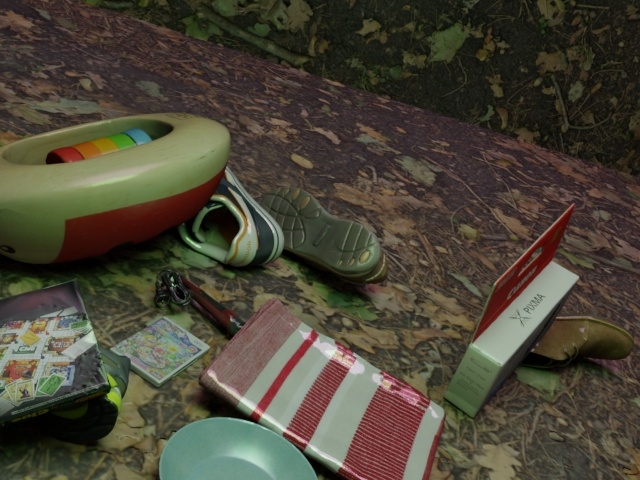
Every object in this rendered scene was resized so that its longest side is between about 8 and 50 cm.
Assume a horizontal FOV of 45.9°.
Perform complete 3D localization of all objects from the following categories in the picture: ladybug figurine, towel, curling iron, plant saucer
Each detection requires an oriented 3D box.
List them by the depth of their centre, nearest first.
[{"bbox_3d":[-0.095,0.287,0.873,0.195,0.037,0.195,19,25,-9],"label":"plant saucer"},{"bbox_3d":[0.017,0.221,1.054,0.329,0.037,0.237,32,28,5],"label":"towel"},{"bbox_3d":[-0.143,0.133,1.136,0.274,0.035,0.068,35,49,12],"label":"curling iron"},{"bbox_3d":[-0.329,-0.084,1.169,0.449,0.161,0.305,-21,28,-34],"label":"ladybug figurine"}]

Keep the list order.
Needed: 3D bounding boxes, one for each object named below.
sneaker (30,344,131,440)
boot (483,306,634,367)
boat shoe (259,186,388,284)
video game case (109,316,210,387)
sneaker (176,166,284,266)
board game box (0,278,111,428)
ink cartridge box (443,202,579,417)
[{"bbox_3d":[-0.364,0.132,0.898,0.300,0.111,0.121,28,16,-3],"label":"sneaker"},{"bbox_3d":[0.459,0.202,1.438,0.306,0.112,0.115,11,43,-9],"label":"boot"},{"bbox_3d":[0.000,0.000,1.438,0.324,0.123,0.116,34,-7,41],"label":"boat shoe"},{"bbox_3d":[-0.222,0.153,1.055,0.087,0.011,0.122,30,26,15],"label":"video game case"},{"bbox_3d":[-0.210,-0.072,1.363,0.321,0.126,0.127,39,24,27],"label":"sneaker"},{"bbox_3d":[-0.367,0.136,0.789,0.260,0.030,0.136,-15,71,-23],"label":"board game box"},{"bbox_3d":[0.331,0.111,1.219,0.066,0.261,0.296,34,44,23],"label":"ink cartridge box"}]
